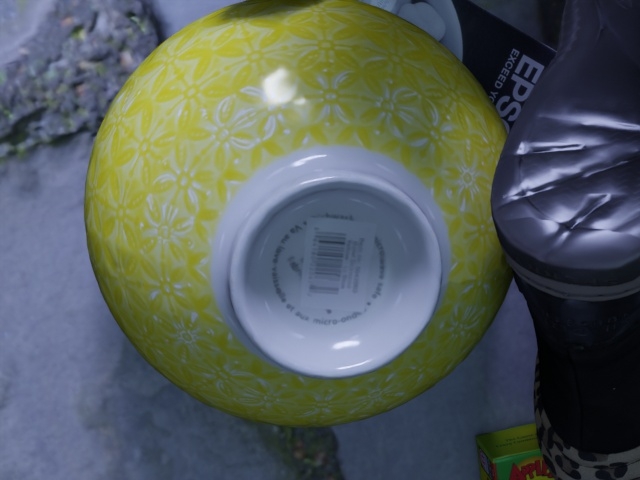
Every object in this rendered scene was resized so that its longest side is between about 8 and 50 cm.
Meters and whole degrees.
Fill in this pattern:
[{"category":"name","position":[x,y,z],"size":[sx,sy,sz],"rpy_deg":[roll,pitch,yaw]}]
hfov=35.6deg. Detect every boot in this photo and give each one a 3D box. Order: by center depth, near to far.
[{"category":"boot","position":[0.230,-0.031,0.672],"size":[0.138,0.377,0.284],"rpy_deg":[12,141,27]}]

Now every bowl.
[{"category":"bowl","position":[0.000,0.000,0.599],"size":[0.290,0.156,0.289],"rpy_deg":[-2,105,-8]}]

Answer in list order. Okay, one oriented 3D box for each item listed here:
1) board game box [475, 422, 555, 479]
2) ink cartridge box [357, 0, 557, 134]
[{"category":"board game box","position":[0.220,0.184,0.789],"size":[0.181,0.043,0.092],"rpy_deg":[-11,105,-8]},{"category":"ink cartridge box","position":[0.079,-0.060,0.701],"size":[0.208,0.045,0.206],"rpy_deg":[25,98,-17]}]
